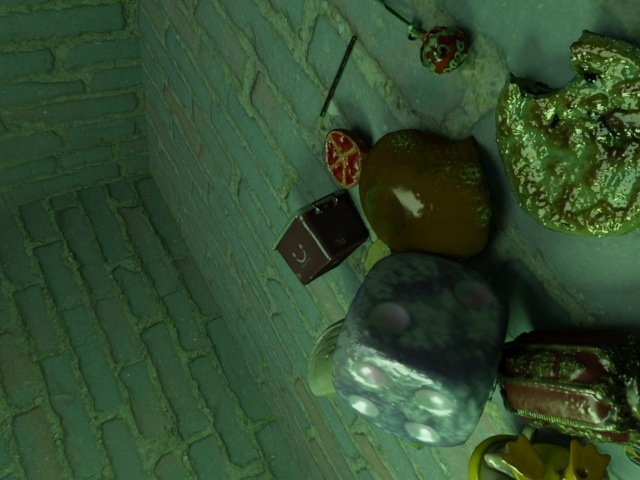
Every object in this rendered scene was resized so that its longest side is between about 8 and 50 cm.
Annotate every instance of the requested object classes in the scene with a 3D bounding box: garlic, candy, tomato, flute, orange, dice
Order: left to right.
[{"bbox_3d":[0.041,-0.407,1.182,0.014,0.014,0.270,60,151,17],"label":"flute"},{"bbox_3d":[0.079,-0.213,1.189,0.155,0.069,0.156,35,135,46],"label":"tomato"},{"bbox_3d":[0.168,0.030,1.164,0.087,0.101,0.196,65,158,14],"label":"garlic"},{"bbox_3d":[0.174,-0.408,0.889,0.288,0.084,0.078,57,155,36],"label":"candy"},{"bbox_3d":[0.204,-0.080,0.972,0.334,0.196,0.263,35,151,37],"label":"orange"},{"bbox_3d":[0.191,0.205,0.897,0.271,0.270,0.270,19,137,18],"label":"dice"}]

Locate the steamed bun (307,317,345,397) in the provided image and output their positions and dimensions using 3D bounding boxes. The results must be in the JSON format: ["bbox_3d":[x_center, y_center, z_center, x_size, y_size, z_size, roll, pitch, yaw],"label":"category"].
[{"bbox_3d":[0.144,0.299,1.215,0.383,0.246,0.237,-21,64,51],"label":"steamed bun"}]

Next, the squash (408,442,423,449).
[{"bbox_3d":[0.239,0.553,1.432,0.250,0.083,0.083,30,134,48],"label":"squash"}]

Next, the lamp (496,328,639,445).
[{"bbox_3d":[0.429,0.237,0.778,0.274,0.177,0.177,-22,89,61],"label":"lamp"}]

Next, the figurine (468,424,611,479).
[{"bbox_3d":[0.398,0.445,0.878,0.214,0.187,0.344,16,151,22],"label":"figurine"}]

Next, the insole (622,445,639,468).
[{"bbox_3d":[0.594,0.397,0.754,0.193,0.006,0.065,27,131,52],"label":"insole"}]

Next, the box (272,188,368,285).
[{"bbox_3d":[0.000,0.000,1.368,0.168,0.193,0.294,55,150,8],"label":"box"}]

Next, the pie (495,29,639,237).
[{"bbox_3d":[0.383,-0.142,0.693,0.302,0.066,0.303,38,138,44],"label":"pie"}]
